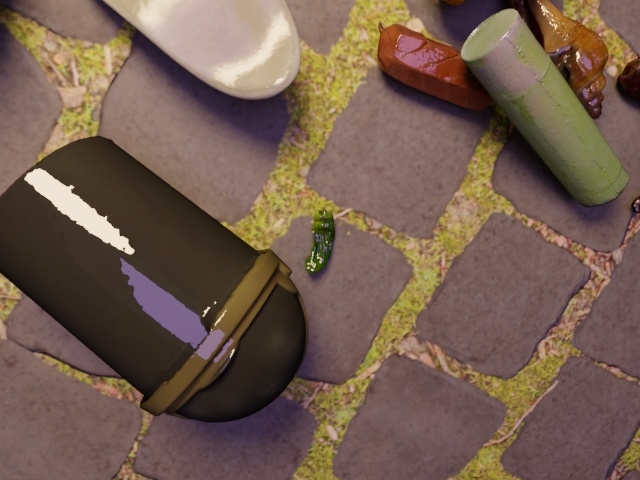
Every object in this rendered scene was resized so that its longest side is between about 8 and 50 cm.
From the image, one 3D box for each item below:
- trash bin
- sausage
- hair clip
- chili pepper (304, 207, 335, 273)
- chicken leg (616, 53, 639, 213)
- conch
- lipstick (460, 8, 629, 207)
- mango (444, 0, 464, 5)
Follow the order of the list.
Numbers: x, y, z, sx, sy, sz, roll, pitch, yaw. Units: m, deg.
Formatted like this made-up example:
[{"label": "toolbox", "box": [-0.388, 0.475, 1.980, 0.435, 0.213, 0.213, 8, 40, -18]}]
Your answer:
[{"label": "trash bin", "box": [-0.159, 0.060, 0.474, 0.334, 0.214, 0.214, 43, 91, -9]}, {"label": "sausage", "box": [0.143, -0.222, 0.547, 0.169, 0.065, 0.065, 17, 96, -11]}, {"label": "hair clip", "box": [-0.136, -0.269, 0.472, 0.172, 0.113, 0.282, -41, 102, -1]}, {"label": "chili pepper", "box": [0.000, 0.001, 0.583, 0.030, 0.034, 0.091, 15, 99, 23]}, {"label": "chicken leg", "box": [0.538, -0.121, 0.622, 0.177, 0.083, 0.323, -14, 104, 9]}, {"label": "conch", "box": [0.294, -0.258, 0.564, 0.086, 0.080, 0.233, -41, 78, -13]}, {"label": "lipstick", "box": [0.290, -0.149, 0.540, 0.304, 0.076, 0.076, 34, 93, -28]}, {"label": "mango", "box": [0.218, -0.369, 0.495, 0.217, 0.141, 0.102, -35, 108, -4]}]
